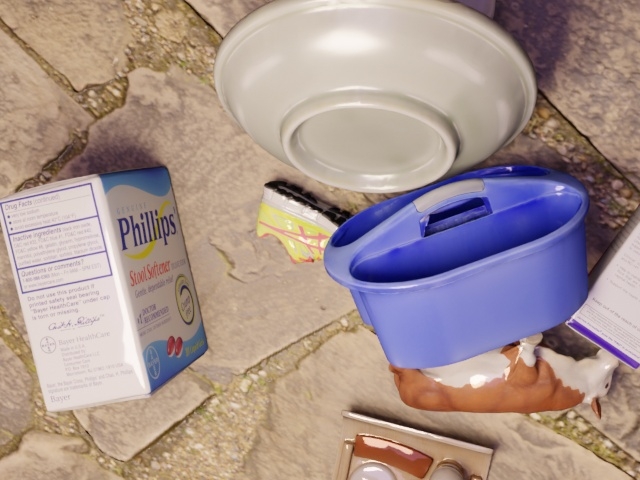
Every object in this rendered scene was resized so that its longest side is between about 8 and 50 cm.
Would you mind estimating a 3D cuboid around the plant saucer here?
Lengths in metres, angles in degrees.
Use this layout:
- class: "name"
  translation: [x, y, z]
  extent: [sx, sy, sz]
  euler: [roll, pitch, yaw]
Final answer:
- class: "plant saucer"
  translation: [0.062, -0.149, 1.292]
  extent: [0.400, 0.400, 0.101]
  euler: [1, 65, 11]

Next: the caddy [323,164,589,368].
- class: "caddy"
  translation: [0.175, 0.010, 1.329]
  extent: [0.341, 0.241, 0.179]
  euler: [-19, 117, -8]

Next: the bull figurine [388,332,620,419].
- class: "bull figurine"
  translation: [0.238, 0.168, 1.411]
  extent: [0.310, 0.101, 0.188]
  euler: [-8, 132, 18]

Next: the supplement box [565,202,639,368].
- class: "supplement box"
  translation: [0.427, 0.041, 1.379]
  extent: [0.114, 0.111, 0.220]
  euler: [33, 102, 6]

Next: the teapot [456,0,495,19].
- class: "teapot"
  translation: [0.097, -0.298, 1.377]
  extent: [0.252, 0.187, 0.256]
  euler: [8, 75, -13]

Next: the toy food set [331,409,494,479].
- class: "toy food set"
  translation: [0.108, 0.407, 1.494]
  extent: [0.219, 0.092, 0.306]
  euler: [13, 98, 9]

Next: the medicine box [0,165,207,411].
- class: "medicine box"
  translation: [-0.288, 0.056, 1.447]
  extent: [0.149, 0.263, 0.289]
  euler: [-11, 95, 12]

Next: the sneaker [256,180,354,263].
- class: "sneaker"
  translation: [0.000, 0.000, 1.485]
  extent: [0.208, 0.081, 0.094]
  euler: [30, 110, 12]
